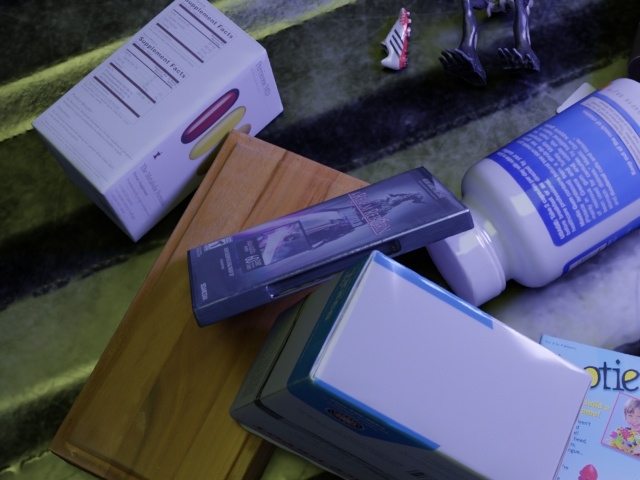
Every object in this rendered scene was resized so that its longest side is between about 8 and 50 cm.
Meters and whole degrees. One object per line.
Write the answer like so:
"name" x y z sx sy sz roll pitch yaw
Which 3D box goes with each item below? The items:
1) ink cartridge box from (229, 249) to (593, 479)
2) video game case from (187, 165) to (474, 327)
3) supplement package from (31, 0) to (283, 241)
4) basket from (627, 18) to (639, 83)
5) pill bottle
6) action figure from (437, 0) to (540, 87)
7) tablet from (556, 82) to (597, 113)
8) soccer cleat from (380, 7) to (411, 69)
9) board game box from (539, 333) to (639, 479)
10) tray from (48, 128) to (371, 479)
"ink cartridge box" 0.067 0.144 1.062 0.223 0.307 0.129 29 70 -8
"video game case" 0.000 0.000 1.162 0.274 0.196 0.026 -21 107 -2
"supplement package" -0.182 -0.144 1.332 0.244 0.139 0.134 -43 68 -11
"basket" 0.453 -0.266 1.310 0.204 0.154 0.226 25 76 8
"pill bottle" 0.247 -0.045 1.235 0.272 0.152 0.152 -30 67 -7
"action figure" 0.222 -0.327 1.365 0.164 0.141 0.275 3 69 20
"tablet" 0.324 -0.144 1.347 0.054 0.006 0.083 -43 69 -11
"soccer cleat" 0.091 -0.246 1.405 0.036 0.029 0.083 4 72 4
"board game box" 0.243 0.253 1.087 0.144 0.142 0.275 13 62 13
"tray" -0.100 0.093 1.260 0.203 0.076 0.410 23 72 15
